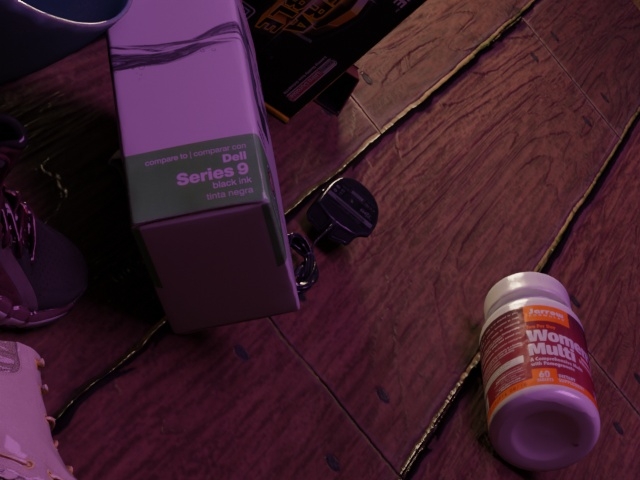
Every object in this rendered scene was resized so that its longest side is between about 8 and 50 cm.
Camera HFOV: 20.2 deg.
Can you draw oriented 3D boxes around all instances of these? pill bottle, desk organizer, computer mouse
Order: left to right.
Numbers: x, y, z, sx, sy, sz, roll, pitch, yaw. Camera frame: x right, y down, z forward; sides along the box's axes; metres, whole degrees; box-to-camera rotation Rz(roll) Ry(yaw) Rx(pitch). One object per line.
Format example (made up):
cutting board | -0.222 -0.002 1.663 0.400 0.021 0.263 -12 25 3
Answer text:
desk organizer | -0.011 -0.203 2.126 0.130 0.047 0.050 29 35 -38
computer mouse | 0.000 0.000 1.897 0.071 0.041 0.242 42 33 0
pill bottle | 0.239 0.141 1.997 0.121 0.121 0.221 38 29 -26

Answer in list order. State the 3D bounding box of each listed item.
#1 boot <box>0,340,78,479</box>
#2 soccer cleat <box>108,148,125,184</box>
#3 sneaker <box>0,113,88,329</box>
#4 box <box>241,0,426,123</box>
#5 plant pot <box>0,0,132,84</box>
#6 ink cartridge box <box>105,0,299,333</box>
boot | -0.202 0.161 1.303 0.213 0.077 0.165 27 32 -36
soccer cleat | -0.167 -0.053 1.697 0.083 0.029 0.035 50 34 4
sneaker | -0.248 -0.025 1.366 0.281 0.162 0.106 17 42 -49
box | -0.019 -0.302 1.923 0.257 0.322 0.079 33 30 -34
plant pot | -0.325 -0.232 1.474 0.290 0.195 0.290 38 29 -26
ink cartridge box | -0.108 -0.096 1.586 0.211 0.121 0.289 76 3 -62
